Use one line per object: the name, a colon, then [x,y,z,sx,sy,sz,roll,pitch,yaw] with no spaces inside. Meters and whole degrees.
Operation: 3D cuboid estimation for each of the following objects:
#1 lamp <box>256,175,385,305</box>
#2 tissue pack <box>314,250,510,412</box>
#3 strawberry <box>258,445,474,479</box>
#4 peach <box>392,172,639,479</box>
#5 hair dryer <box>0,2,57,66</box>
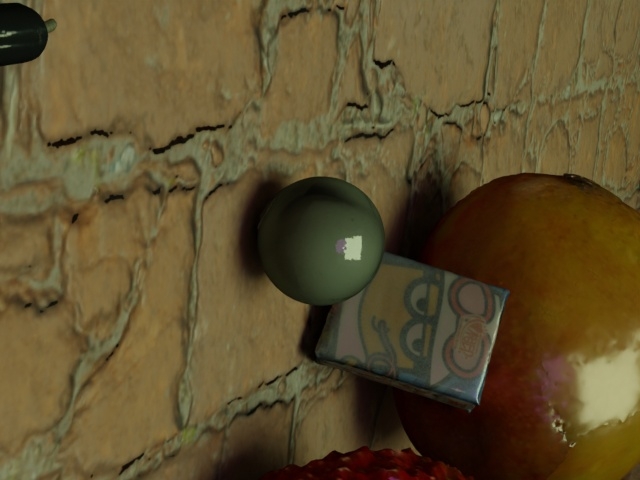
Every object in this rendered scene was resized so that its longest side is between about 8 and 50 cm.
lamp: [0.000,0.000,1.036,0.105,0.105,0.105,11,90,-67]
tissue pack: [0.082,0.080,1.196,0.065,0.155,0.116,109,-1,-75]
strawberry: [0.088,0.309,1.050,0.312,0.351,0.267,46,58,-54]
peach: [0.227,0.112,1.376,0.372,0.289,0.373,16,90,-73]
hair dryer: [-0.181,-0.106,0.621,0.219,0.071,0.124,-27,125,-70]
